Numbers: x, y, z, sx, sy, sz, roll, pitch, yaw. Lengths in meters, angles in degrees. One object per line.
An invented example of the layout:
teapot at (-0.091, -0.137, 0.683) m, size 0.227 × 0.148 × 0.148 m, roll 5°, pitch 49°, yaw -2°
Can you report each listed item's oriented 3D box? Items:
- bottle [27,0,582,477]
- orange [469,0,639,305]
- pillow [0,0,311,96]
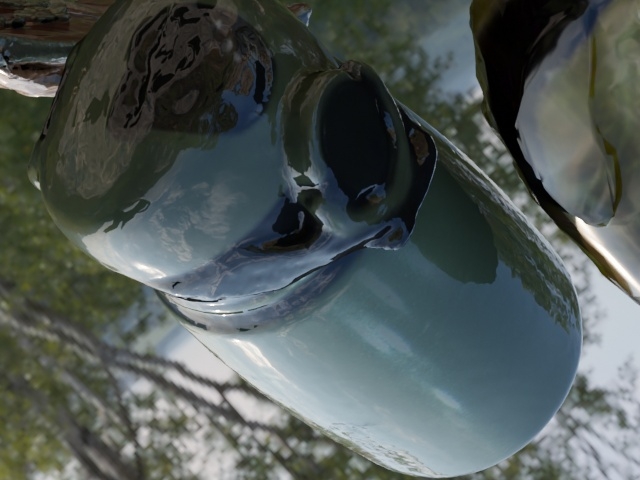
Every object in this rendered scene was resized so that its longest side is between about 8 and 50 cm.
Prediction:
bottle at (0.001, 0.000, 0.645) m, size 0.168 × 0.168 × 0.347 m, roll -41°, pitch 143°, yaw 8°
orange at (0.258, -0.092, 0.569) m, size 0.368 × 0.271 × 0.210 m, roll -10°, pitch -146°, yaw 29°
pillow at (-0.120, -0.118, 0.736) m, size 0.126 × 0.043 × 0.232 m, roll 20°, pitch -154°, yaw 38°
